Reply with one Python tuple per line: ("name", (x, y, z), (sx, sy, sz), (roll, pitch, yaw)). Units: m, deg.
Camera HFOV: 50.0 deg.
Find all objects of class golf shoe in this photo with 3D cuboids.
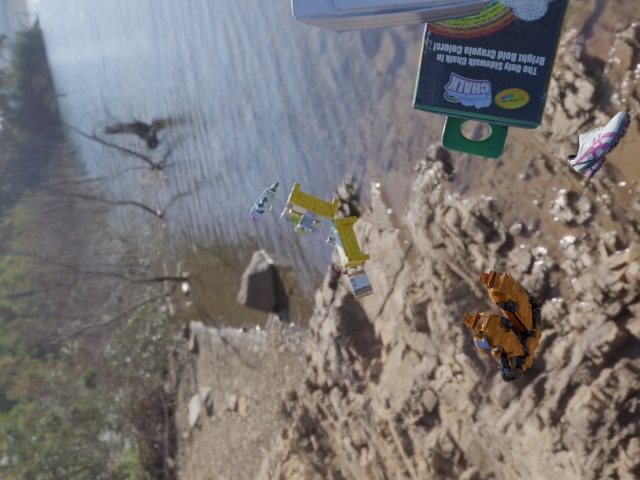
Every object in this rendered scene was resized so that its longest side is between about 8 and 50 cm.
("golf shoe", (0.648, -0.231, 1.606), (0.086, 0.067, 0.186), (41, 136, 17))

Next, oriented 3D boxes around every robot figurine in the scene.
("robot figurine", (0.421, 0.194, 1.548), (0.085, 0.211, 0.291), (13, 157, 38))

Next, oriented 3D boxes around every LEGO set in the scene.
("LEGO set", (0.000, 0.000, 1.330), (0.287, 0.132, 0.107), (41, 147, 4))

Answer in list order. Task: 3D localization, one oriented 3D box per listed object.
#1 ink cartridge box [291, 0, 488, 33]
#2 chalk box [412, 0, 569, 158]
("ink cartridge box", (0.069, -0.294, 0.646), (0.232, 0.168, 0.171), (-55, -39, -71))
("chalk box", (0.242, -0.266, 0.973), (0.179, 0.180, 0.289), (-49, -31, -60))
